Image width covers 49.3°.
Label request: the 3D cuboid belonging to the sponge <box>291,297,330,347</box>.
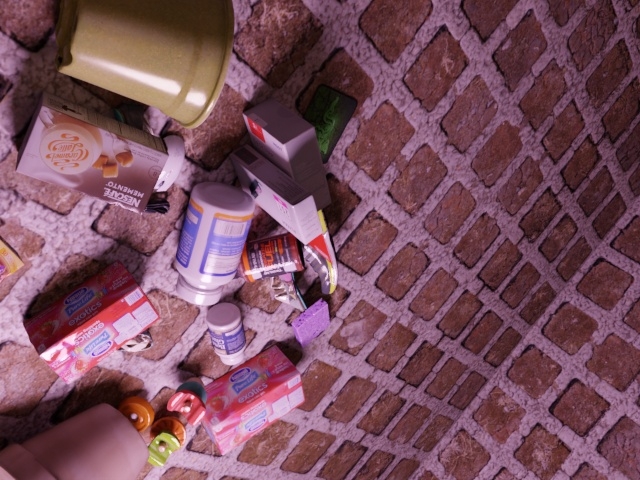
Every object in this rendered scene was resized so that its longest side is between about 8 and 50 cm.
[{"bbox_3d":[-0.026,0.249,2.091,0.117,0.031,0.210,-39,160,-12],"label":"sponge"}]

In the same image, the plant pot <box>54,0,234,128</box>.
[{"bbox_3d":[-0.328,-0.363,1.251,0.253,0.276,0.276,9,115,-32],"label":"plant pot"}]

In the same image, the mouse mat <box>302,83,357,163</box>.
[{"bbox_3d":[0.007,-0.293,1.777,0.152,0.007,0.190,13,112,-47],"label":"mouse mat"}]

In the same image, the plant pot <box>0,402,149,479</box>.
[{"bbox_3d":[-0.586,0.558,1.704,0.280,0.323,0.323,-41,142,-34],"label":"plant pot"}]

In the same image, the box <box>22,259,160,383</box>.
[{"bbox_3d":[-0.515,0.183,1.581,0.256,0.122,0.128,-37,138,-15],"label":"box"}]

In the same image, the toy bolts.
[{"bbox_3d":[-0.419,0.457,1.914,0.228,0.158,0.218,-44,100,9],"label":"toy bolts"}]

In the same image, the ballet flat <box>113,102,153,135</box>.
[{"bbox_3d":[-0.378,-0.195,1.458,0.074,0.074,0.203,-23,131,-28],"label":"ballet flat"}]

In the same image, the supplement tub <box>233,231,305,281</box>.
[{"bbox_3d":[-0.145,0.047,1.784,0.197,0.106,0.106,-14,136,4],"label":"supplement tub"}]

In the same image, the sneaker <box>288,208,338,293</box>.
[{"bbox_3d":[-0.026,0.014,1.883,0.121,0.111,0.300,-14,112,4],"label":"sneaker"}]

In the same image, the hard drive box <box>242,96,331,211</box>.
[{"bbox_3d":[-0.076,-0.193,1.644,0.089,0.181,0.232,-33,136,-18],"label":"hard drive box"}]

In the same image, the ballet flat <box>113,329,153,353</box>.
[{"bbox_3d":[-0.492,0.246,1.698,0.188,0.070,0.070,-2,121,-41],"label":"ballet flat"}]

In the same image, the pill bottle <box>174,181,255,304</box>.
[{"bbox_3d":[-0.260,0.011,1.658,0.152,0.152,0.272,-3,123,-41],"label":"pill bottle"}]

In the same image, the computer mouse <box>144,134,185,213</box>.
[{"bbox_3d":[-0.351,-0.140,1.542,0.106,0.042,0.193,10,113,-45],"label":"computer mouse"}]

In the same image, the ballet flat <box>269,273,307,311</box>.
[{"bbox_3d":[-0.100,0.123,1.960,0.079,0.077,0.222,-21,131,-5],"label":"ballet flat"}]

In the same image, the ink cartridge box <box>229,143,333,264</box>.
[{"bbox_3d":[-0.093,-0.073,1.646,0.060,0.275,0.239,-34,137,-18],"label":"ink cartridge box"}]

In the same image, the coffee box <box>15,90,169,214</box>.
[{"bbox_3d":[-0.437,-0.166,1.346,0.246,0.098,0.141,21,108,-29],"label":"coffee box"}]

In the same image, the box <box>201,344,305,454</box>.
[{"bbox_3d":[-0.209,0.469,2.064,0.299,0.142,0.154,-29,136,-22],"label":"box"}]

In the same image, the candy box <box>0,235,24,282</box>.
[{"bbox_3d":[-0.646,0.010,1.272,0.109,0.053,0.187,-40,139,-14],"label":"candy box"}]

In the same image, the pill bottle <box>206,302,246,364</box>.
[{"bbox_3d":[-0.252,0.259,1.900,0.094,0.094,0.169,-28,135,-24],"label":"pill bottle"}]
